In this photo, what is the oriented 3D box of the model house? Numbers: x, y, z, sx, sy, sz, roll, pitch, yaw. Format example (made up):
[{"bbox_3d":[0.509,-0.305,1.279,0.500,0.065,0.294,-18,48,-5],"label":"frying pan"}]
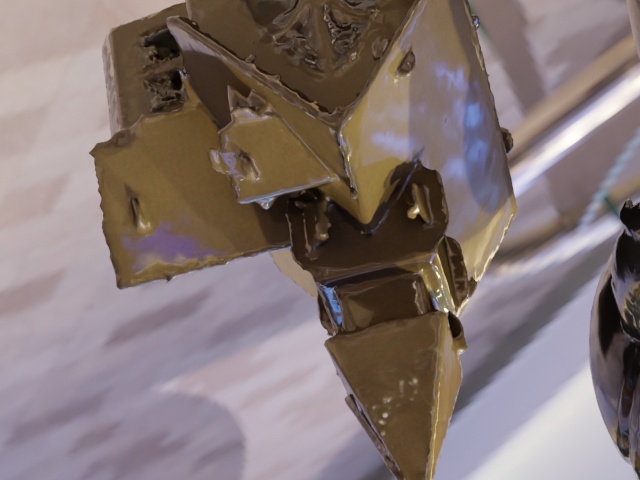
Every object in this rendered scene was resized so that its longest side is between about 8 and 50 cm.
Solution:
[{"bbox_3d":[0.000,0.000,0.754,0.176,0.248,0.181,-14,142,5],"label":"model house"}]

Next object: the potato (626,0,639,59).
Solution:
[{"bbox_3d":[0.256,-0.109,1.073,0.176,0.195,0.369,-12,114,-15],"label":"potato"}]

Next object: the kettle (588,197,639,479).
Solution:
[{"bbox_3d":[0.250,0.052,0.664,0.321,0.324,0.228,39,67,-68],"label":"kettle"}]
